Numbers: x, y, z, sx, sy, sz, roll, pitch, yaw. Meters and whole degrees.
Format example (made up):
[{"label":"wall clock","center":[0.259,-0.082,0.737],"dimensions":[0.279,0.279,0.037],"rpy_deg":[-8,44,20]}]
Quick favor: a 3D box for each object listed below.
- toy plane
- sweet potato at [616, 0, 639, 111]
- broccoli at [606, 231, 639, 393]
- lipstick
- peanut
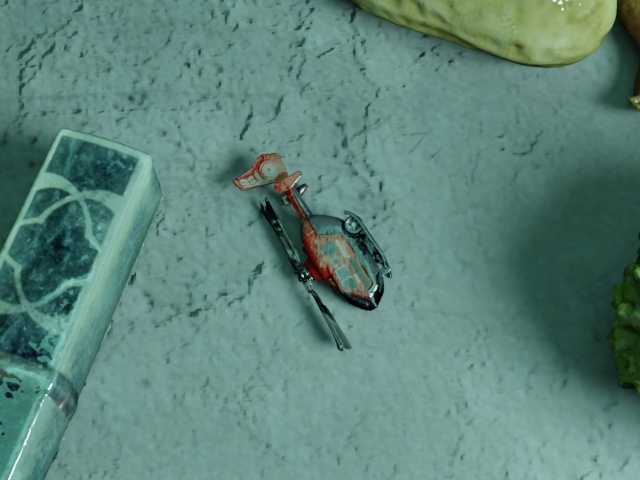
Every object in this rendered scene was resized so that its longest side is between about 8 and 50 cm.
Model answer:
[{"label":"toy plane","center":[0.000,0.000,0.974],"dimensions":[0.060,0.037,0.145],"rpy_deg":[-34,75,0]},{"label":"sweet potato","center":[0.232,-0.179,1.030],"dimensions":[0.055,0.058,0.202],"rpy_deg":[18,68,-38]},{"label":"broccoli","center":[0.300,0.056,0.908],"dimensions":[0.243,0.273,0.180],"rpy_deg":[-12,24,7]},{"label":"lipstick","center":[-0.183,0.068,0.932],"dimensions":[0.078,0.076,0.289],"rpy_deg":[17,68,10]},{"label":"peanut","center":[0.087,-0.204,1.009],"dimensions":[0.253,0.122,0.137],"rpy_deg":[22,62,14]}]
